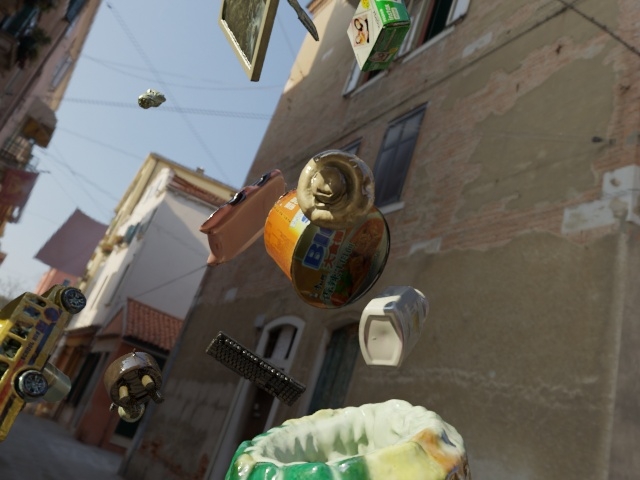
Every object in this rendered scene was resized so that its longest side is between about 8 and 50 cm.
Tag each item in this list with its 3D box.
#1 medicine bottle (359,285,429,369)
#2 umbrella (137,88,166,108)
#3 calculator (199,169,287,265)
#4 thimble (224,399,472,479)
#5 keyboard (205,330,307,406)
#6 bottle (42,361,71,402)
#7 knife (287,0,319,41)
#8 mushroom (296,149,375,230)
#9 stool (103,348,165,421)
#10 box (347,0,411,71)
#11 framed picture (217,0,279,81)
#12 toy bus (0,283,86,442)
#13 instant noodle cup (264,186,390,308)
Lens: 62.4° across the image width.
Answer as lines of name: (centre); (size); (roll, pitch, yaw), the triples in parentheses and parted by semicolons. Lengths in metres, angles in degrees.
medicine bottle: (0.186, 0.197, 1.281); (0.111, 0.161, 0.296); (-1, 5, 21)
umbrella: (-0.560, -0.471, 1.758); (0.067, 0.143, 0.062); (3, -68, 10)
calculator: (-0.203, -0.071, 1.524); (0.048, 0.329, 0.220); (32, -32, 23)
thimble: (0.034, 0.279, 0.560); (0.254, 0.168, 0.288); (-10, -7, 0)
keyboard: (-0.120, 0.241, 0.980); (0.195, 0.018, 0.060); (34, -67, -5)
bottle: (-0.731, 0.318, 1.319); (0.082, 0.082, 0.286); (11, -34, 19)
knife: (-0.043, -0.468, 1.081); (0.015, 0.028, 0.210); (-10, -10, 19)
mushroom: (0.032, -0.103, 1.071); (0.166, 0.166, 0.127); (15, -4, 10)
stool: (-0.443, 0.361, 1.254); (0.125, 0.217, 0.121); (-2, 33, -38)
box: (0.179, -0.668, 1.653); (0.102, 0.180, 0.250); (-14, -14, -16)
framed picture: (-0.118, -0.487, 0.945); (0.020, 0.241, 0.324); (-5, -41, -28)
toy bus: (-0.537, 0.201, 0.926); (0.121, 0.336, 0.123); (-32, -59, 22)
instant noodle cup: (0.000, 0.000, 1.333); (0.296, 0.296, 0.214); (39, -3, -40)
